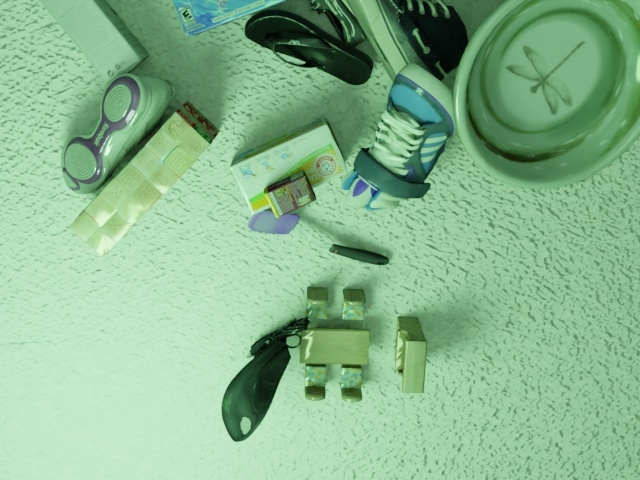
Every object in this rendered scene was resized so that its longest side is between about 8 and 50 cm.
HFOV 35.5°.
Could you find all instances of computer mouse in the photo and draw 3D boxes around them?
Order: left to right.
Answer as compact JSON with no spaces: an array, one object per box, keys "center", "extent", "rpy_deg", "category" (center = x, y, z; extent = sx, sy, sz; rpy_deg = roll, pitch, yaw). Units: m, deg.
[{"center":[-0.128,0.260,1.919],"extent":[0.072,0.272,0.188],"rpy_deg":[37,135,-15],"category":"computer mouse"}]

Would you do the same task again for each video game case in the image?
[{"center":[-0.165,-0.529,1.812],"extent":[0.269,0.061,0.244],"rpy_deg":[-16,102,19],"category":"video game case"}]

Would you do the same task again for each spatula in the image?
[{"center":[0.000,0.000,1.985],"extent":[0.296,0.030,0.084],"rpy_deg":[21,146,-12],"category":"spatula"}]

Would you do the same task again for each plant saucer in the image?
[{"center":[0.409,-0.288,1.756],"extent":[0.400,0.100,0.400],"rpy_deg":[-7,122,-12],"category":"plant saucer"}]

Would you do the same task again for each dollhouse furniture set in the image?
[{"center":[0.080,0.220,1.987],"extent":[0.242,0.161,0.212],"rpy_deg":[2,104,-2],"category":"dollhouse furniture set"}]

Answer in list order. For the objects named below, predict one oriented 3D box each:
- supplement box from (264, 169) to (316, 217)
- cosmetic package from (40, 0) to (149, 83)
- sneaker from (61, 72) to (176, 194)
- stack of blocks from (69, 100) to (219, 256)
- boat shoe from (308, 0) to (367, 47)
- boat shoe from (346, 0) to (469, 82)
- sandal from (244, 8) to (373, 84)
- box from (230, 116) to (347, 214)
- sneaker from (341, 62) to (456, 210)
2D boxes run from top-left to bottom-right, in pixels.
[{"center":[-0.057,-0.086,1.852],"extent":[0.083,0.043,0.055],"rpy_deg":[-23,109,5],"category":"supplement box"},{"center":[-0.424,-0.405,1.845],"extent":[0.085,0.117,0.231],"rpy_deg":[-36,103,7],"category":"cosmetic package"},{"center":[-0.378,-0.193,1.897],"extent":[0.305,0.152,0.114],"rpy_deg":[-43,76,32],"category":"sneaker"},{"center":[-0.329,-0.120,1.889],"extent":[0.087,0.171,0.297],"rpy_deg":[43,100,-11],"category":"stack of blocks"},{"center":[0.010,-0.443,1.866],"extent":[0.065,0.075,0.206],"rpy_deg":[-44,106,6],"category":"boat shoe"},{"center":[0.155,-0.414,1.810],"extent":[0.158,0.127,0.340],"rpy_deg":[-34,136,2],"category":"boat shoe"},{"center":[-0.021,-0.357,1.872],"extent":[0.254,0.054,0.097],"rpy_deg":[21,146,-7],"category":"sandal"},{"center":[-0.059,-0.145,1.918],"extent":[0.203,0.114,0.103],"rpy_deg":[-24,104,3],"category":"box"},{"center":[0.134,-0.157,1.807],"extent":[0.130,0.323,0.236],"rpy_deg":[37,81,15],"category":"sneaker"}]
